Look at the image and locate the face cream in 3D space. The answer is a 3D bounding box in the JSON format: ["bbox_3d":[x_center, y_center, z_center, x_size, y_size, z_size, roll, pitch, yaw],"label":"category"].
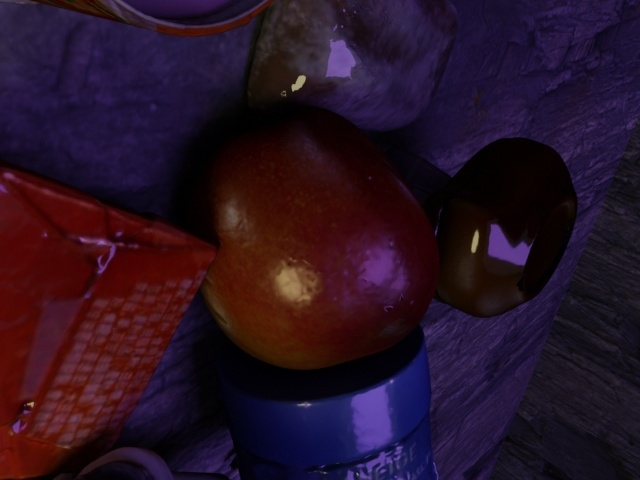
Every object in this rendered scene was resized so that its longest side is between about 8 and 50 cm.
[{"bbox_3d":[0.014,0.220,0.795,0.249,0.249,0.225,-28,117,-42],"label":"face cream"}]

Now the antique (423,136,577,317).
[{"bbox_3d":[0.225,-0.015,0.804,0.278,0.129,0.223,-6,114,-54],"label":"antique"}]

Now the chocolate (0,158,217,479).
[{"bbox_3d":[-0.229,0.062,0.507,0.237,0.108,0.235,-60,150,3],"label":"chocolate"}]

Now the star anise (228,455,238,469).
[{"bbox_3d":[-0.024,0.270,1.002,0.288,0.088,0.288,-24,135,-26],"label":"star anise"}]

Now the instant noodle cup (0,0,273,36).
[{"bbox_3d":[-0.116,-0.228,0.339,0.250,0.192,0.250,-36,143,-34],"label":"instant noodle cup"}]

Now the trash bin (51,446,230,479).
[{"bbox_3d":[-0.196,0.363,0.628,0.296,0.255,0.367,-31,164,-2],"label":"trash bin"}]

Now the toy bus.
[{"bbox_3d":[0.095,-0.012,0.880,0.202,0.142,0.142,-60,150,0],"label":"toy bus"}]

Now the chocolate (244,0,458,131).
[{"bbox_3d":[0.061,-0.206,0.720,0.303,0.100,0.185,-10,120,-54],"label":"chocolate"}]

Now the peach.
[{"bbox_3d":[0.000,0.000,0.668,0.248,0.245,0.274,-53,149,-31],"label":"peach"}]
